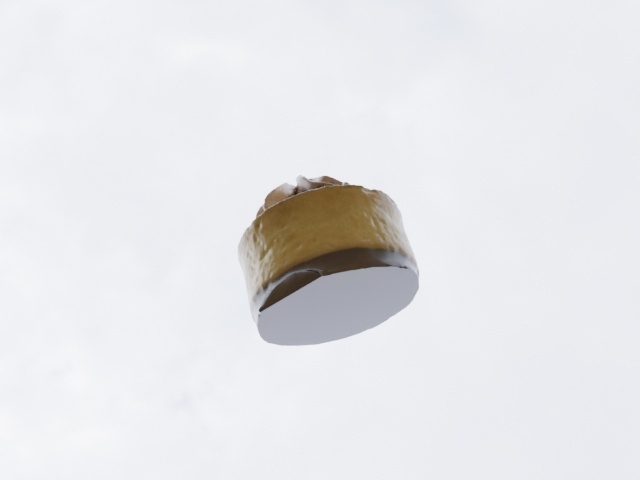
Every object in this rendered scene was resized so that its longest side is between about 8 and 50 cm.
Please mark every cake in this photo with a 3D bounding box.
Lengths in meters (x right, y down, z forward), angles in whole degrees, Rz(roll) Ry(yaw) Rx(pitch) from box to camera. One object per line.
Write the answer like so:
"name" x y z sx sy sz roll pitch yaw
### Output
"cake" 0.000 0.000 0.908 0.185 0.207 0.178 -17 -113 -1
